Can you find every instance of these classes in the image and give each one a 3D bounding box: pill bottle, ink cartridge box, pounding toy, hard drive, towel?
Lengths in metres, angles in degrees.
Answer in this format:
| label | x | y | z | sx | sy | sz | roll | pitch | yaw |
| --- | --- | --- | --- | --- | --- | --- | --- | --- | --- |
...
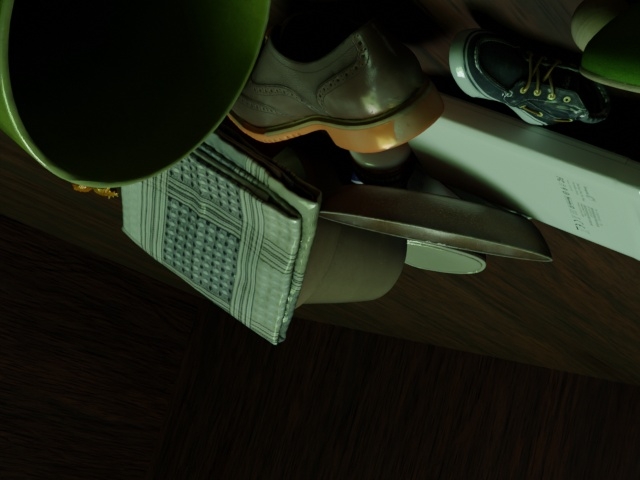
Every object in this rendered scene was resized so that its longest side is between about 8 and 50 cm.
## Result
| label | x | y | z | sx | sy | sz | roll | pitch | yaw |
| --- | --- | --- | --- | --- | --- | --- | --- | --- | --- |
| pill bottle | 0.080 | -0.112 | 1.354 | 0.086 | 0.086 | 0.152 | 15 | 169 | 9 |
| ink cartridge box | 0.140 | -0.069 | 1.594 | 0.097 | 0.046 | 0.207 | 11 | 169 | 34 |
| pounding toy | 0.286 | -0.172 | 0.777 | 0.183 | 0.110 | 0.237 | 5 | -162 | 2 |
| hard drive | 0.234 | -0.075 | 1.187 | 0.307 | 0.040 | 0.203 | 25 | 168 | 30 |
| towel | -0.151 | -0.031 | 1.424 | 0.312 | 0.056 | 0.324 | 36 | 142 | 18 |

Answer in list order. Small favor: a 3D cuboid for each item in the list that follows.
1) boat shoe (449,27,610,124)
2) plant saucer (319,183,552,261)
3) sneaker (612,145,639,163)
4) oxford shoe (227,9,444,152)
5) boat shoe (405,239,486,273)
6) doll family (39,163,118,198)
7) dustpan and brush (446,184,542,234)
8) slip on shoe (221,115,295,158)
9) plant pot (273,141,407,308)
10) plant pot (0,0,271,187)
| label | x | y | z | sx | sy | sz | roll | pitch | yaw |
| --- | --- | --- | --- | --- | --- | --- | --- | --- | --- |
| boat shoe | 0.204 | -0.158 | 1.014 | 0.083 | 0.065 | 0.183 | 6 | 172 | 43 |
| plant saucer | 0.146 | -0.025 | 1.361 | 0.310 | 0.050 | 0.310 | 11 | 177 | 1 |
| sneaker | 0.424 | -0.041 | 1.226 | 0.237 | 0.085 | 0.086 | 22 | 176 | -14 |
| oxford shoe | -0.013 | -0.187 | 1.130 | 0.363 | 0.130 | 0.133 | 13 | 138 | 55 |
| boat shoe | 0.120 | -0.024 | 1.795 | 0.335 | 0.095 | 0.112 | 11 | 156 | 5 |
| doll family | -0.316 | -0.145 | 1.564 | 0.118 | 0.163 | 0.263 | 24 | 167 | -34 |
| dustpan and brush | 0.261 | -0.051 | 1.466 | 0.147 | 0.060 | 0.211 | 6 | 165 | 45 |
| slip on shoe | -0.099 | -0.137 | 1.436 | 0.123 | 0.101 | 0.331 | 18 | 171 | -18 |
| plant pot | 0.000 | 0.000 | 1.625 | 0.229 | 0.263 | 0.263 | 16 | 172 | -35 |
| plant pot | -0.240 | -0.225 | 0.883 | 0.293 | 0.275 | 0.275 | 28 | 176 | 30 |
